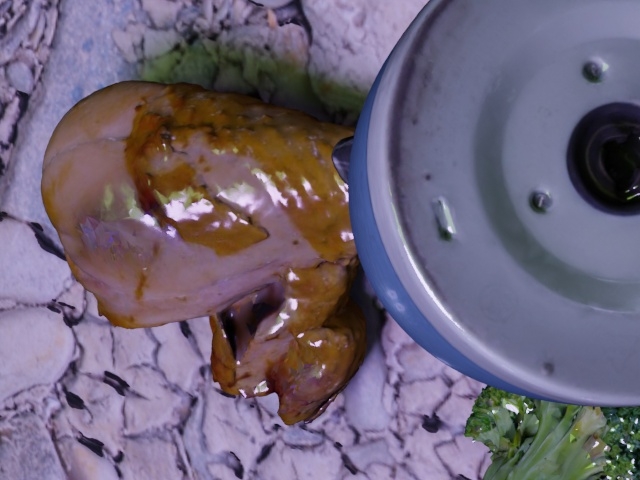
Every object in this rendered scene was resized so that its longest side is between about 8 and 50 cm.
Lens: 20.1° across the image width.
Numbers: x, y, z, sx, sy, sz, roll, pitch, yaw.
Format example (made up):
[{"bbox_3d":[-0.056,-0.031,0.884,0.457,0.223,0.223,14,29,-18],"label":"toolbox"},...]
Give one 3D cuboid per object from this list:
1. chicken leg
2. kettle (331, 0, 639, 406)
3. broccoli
[{"bbox_3d":[0.000,0.000,1.332,0.409,0.182,0.295,-9,109,22],"label":"chicken leg"},{"bbox_3d":[0.163,-0.009,1.048,0.319,0.342,0.247,24,81,-4],"label":"kettle"},{"bbox_3d":[0.163,0.213,1.194,0.269,0.269,0.254,57,154,7],"label":"broccoli"}]
